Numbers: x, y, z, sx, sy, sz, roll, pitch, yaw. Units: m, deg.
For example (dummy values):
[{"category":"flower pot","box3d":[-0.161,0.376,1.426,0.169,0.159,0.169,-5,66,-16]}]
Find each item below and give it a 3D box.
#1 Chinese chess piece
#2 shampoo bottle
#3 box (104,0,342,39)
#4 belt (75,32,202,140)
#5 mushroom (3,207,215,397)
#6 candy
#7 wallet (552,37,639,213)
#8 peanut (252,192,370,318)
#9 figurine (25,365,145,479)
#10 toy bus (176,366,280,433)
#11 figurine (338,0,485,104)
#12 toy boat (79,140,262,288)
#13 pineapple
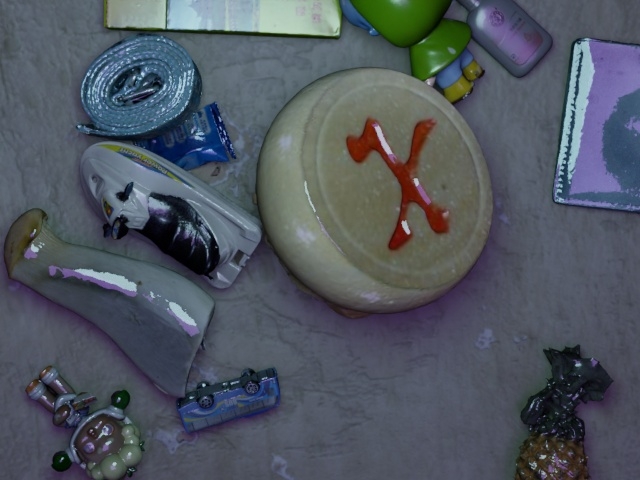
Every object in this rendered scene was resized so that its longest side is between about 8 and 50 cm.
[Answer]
[{"category":"Chinese chess piece","box3d":[0.073,-0.067,1.541,0.338,0.140,0.338,10,70,-31]},{"category":"shampoo bottle","box3d":[0.256,-0.316,1.652,0.165,0.040,0.080,42,95,-8]},{"category":"box","box3d":[-0.135,-0.385,1.610,0.335,0.047,0.187,2,95,-5]},{"category":"belt","box3d":[-0.250,-0.212,1.593,0.163,0.082,0.147,4,84,3]},{"category":"mushroom","box3d":[-0.299,0.081,1.593,0.329,0.122,0.159,29,86,-6]},{"category":"candy","box3d":[-0.197,-0.134,1.628,0.136,0.038,0.088,-20,93,6]},{"category":"wallet","box3d":[0.498,-0.159,1.680,0.290,0.054,0.251,5,93,-4]},{"category":"peanut","box3d":[0.000,0.000,1.626,0.117,0.101,0.263,-38,100,22]},{"category":"figurine","box3d":[-0.332,0.262,1.616,0.197,0.093,0.147,44,79,-6]},{"category":"toy bus","box3d":[-0.132,0.231,1.655,0.153,0.051,0.061,-16,108,-4]},{"category":"figurine","box3d":[0.134,-0.315,1.592,0.263,0.143,0.162,49,62,-21]},{"category":"toy boat","box3d":[-0.219,-0.031,1.581,0.269,0.141,0.141,25,92,-13]},{"category":"pineapple","box3d":[0.354,0.269,1.678,0.119,0.111,0.237,10,88,-36]}]
